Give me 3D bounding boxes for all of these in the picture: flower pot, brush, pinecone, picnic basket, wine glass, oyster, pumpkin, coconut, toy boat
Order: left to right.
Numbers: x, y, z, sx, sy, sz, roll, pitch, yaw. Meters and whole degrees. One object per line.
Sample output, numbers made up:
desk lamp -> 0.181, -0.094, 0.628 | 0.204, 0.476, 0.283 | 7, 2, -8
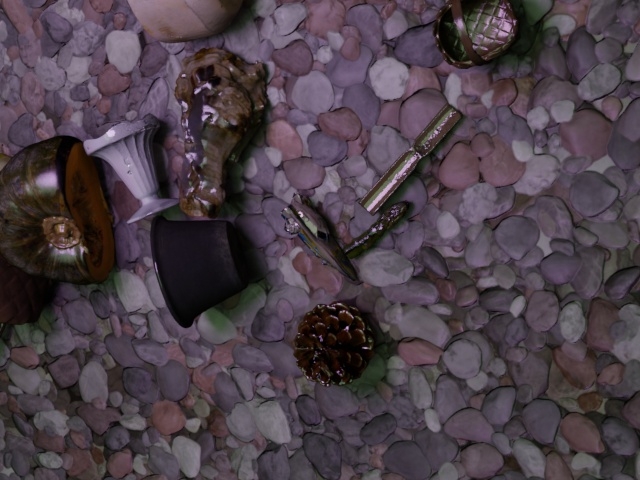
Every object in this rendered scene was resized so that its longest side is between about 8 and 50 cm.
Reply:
picnic basket -> -0.801, 0.154, 1.708 | 0.338, 0.293, 0.336 | -3, 82, 19
pumpkin -> -0.577, -0.064, 1.614 | 0.232, 0.242, 0.324 | 0, 117, 8
wine glass -> -0.374, -0.145, 1.570 | 0.165, 0.165, 0.196 | -23, 95, 24
coconut -> -0.266, -0.485, 1.435 | 0.241, 0.241, 0.241 | 4, 101, 21
flower pot -> -0.232, 0.045, 1.529 | 0.148, 0.235, 0.235 | -16, 93, 4
oyster -> -0.224, -0.212, 1.511 | 0.198, 0.133, 0.336 | 15, 100, 27
toy boat -> 0.000, 0.000, 1.491 | 0.066, 0.084, 0.210 | -39, 94, 27
pinecone -> 0.020, 0.206, 1.465 | 0.163, 0.165, 0.162 | 4, 104, 17
brush -> 0.166, -0.149, 1.418 | 0.043, 0.036, 0.248 | 42, 105, 6
picnic basket -> 0.255, -0.351, 1.264 | 0.138, 0.178, 0.128 | -21, 91, 24

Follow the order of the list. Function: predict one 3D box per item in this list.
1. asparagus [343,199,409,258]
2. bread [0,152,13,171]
asparagus -> 0.109, -0.023, 1.462 | 0.165, 0.030, 0.036 | -44, 72, 23
bread -> -0.715, -0.091, 1.741 | 0.214, 0.105, 0.213 | 3, 99, 18
